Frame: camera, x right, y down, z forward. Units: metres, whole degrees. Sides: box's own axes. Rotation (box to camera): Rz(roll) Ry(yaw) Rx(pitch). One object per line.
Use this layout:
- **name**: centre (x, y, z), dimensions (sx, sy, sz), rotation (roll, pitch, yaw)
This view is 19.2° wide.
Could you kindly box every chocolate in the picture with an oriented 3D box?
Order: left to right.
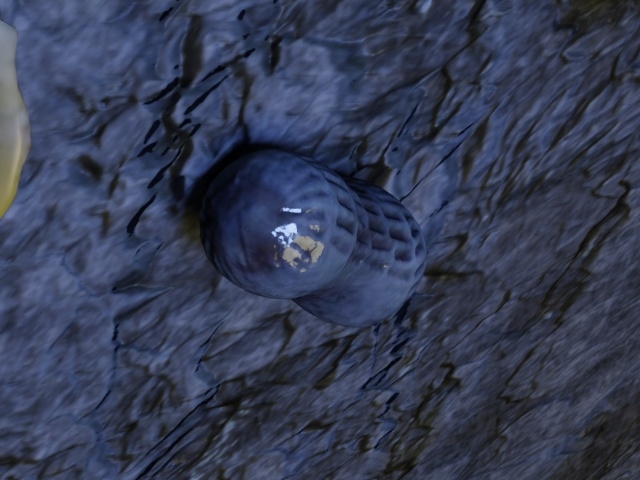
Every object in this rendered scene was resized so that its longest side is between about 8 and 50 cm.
- **chocolate**: centre (0.000, 0.000, 0.884), dimensions (0.072, 0.072, 0.167), rotation (-43, 157, 10)

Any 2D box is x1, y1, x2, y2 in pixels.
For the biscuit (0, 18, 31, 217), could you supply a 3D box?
- **biscuit**: centre (-0.198, -0.006, 0.223), dimensions (0.429, 0.104, 0.446), rotation (77, 34, -54)
